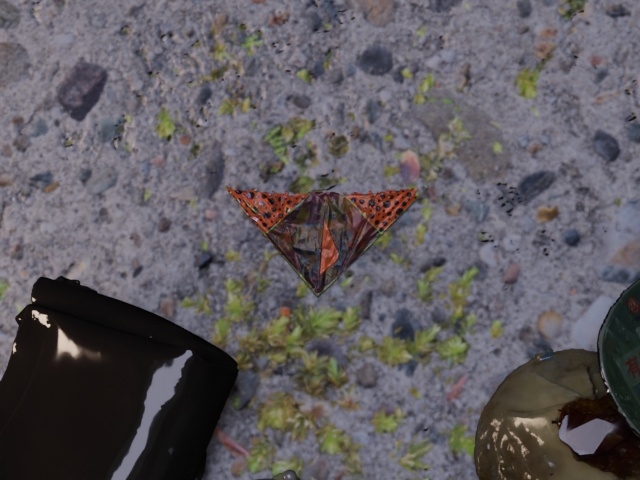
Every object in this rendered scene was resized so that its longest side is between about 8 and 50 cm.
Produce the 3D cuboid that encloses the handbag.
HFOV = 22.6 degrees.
[{"bbox_3d":[-0.245,0.194,1.612,0.257,0.113,0.285,24,85,24],"label":"handbag"}]

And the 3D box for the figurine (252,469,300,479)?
[{"bbox_3d":[-0.076,0.306,1.555,0.197,0.093,0.147,-48,47,1],"label":"figurine"}]

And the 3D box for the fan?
[{"bbox_3d":[0.380,0.142,1.510,0.294,0.012,0.223,39,52,-14],"label":"fan"}]

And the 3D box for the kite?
[{"bbox_3d":[0.000,0.000,1.682,0.222,0.008,0.125,1,72,11],"label":"kite"}]

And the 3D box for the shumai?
[{"bbox_3d":[0.243,0.192,1.512,0.201,0.120,0.201,-2,73,8],"label":"shumai"}]
